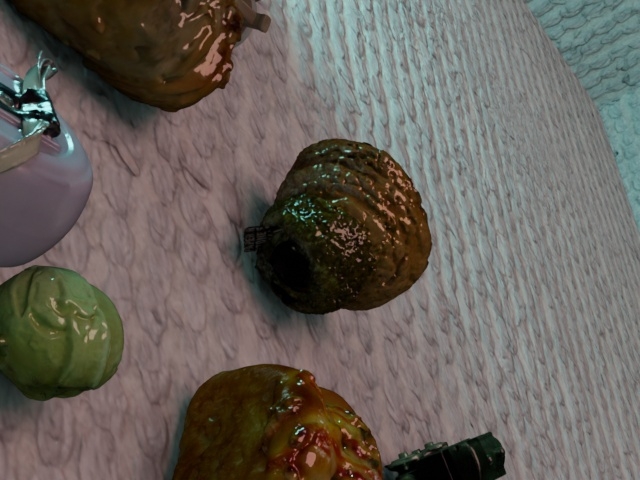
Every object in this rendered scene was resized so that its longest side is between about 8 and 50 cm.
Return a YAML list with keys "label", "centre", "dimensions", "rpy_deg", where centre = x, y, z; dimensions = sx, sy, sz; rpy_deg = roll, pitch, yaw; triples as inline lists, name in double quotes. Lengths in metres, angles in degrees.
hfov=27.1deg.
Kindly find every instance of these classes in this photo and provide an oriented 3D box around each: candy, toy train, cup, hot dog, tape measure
- label: "candy"
  centre: [-0.252, 0.050, 0.806]
  dimensions: [0.335, 0.092, 0.093]
  rpy_deg: [10, 70, -54]
- label: "toy train"
  centre: [0.140, 0.243, 1.402]
  dimensions: [0.170, 0.111, 0.071]
  rpy_deg: [2, 67, -66]
- label: "cup"
  centre: [-0.118, -0.249, 1.436]
  dimensions: [0.102, 0.074, 0.099]
  rpy_deg: [50, 14, 34]
- label: "hot dog"
  centre: [-0.028, 0.194, 1.010]
  dimensions: [0.150, 0.153, 0.256]
  rpy_deg: [52, 24, -27]
- label: "tape measure"
  centre: [-0.230, -0.073, 0.864]
  dimensions: [0.178, 0.105, 0.196]
  rpy_deg: [31, 15, -44]

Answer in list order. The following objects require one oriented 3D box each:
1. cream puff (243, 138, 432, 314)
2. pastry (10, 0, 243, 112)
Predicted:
- label: "cream puff"
  centre: [0.000, 0.000, 1.342]
  dimensions: [0.169, 0.183, 0.183]
  rpy_deg: [-31, 93, -43]
- label: "pastry"
  centre: [-0.176, -0.263, 1.217]
  dimensions: [0.311, 0.162, 0.255]
  rpy_deg: [39, 29, -49]
